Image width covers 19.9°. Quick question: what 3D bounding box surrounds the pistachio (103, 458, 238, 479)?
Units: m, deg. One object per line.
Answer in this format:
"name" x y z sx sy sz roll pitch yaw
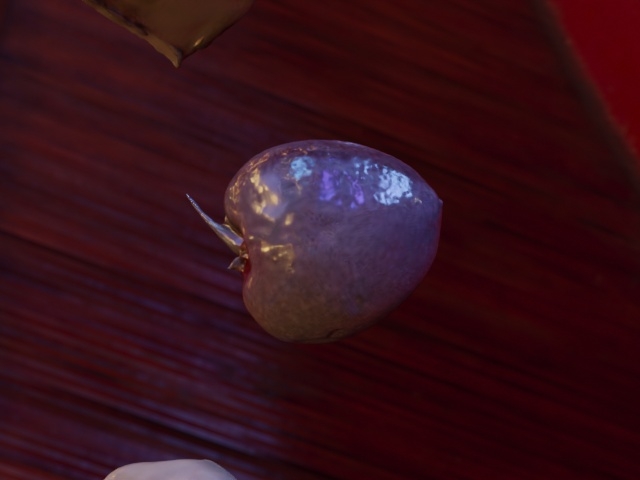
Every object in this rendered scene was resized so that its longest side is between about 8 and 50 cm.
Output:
"pistachio" -0.138 0.260 1.526 0.200 0.145 0.117 -38 -10 -49

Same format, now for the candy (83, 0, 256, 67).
"candy" -0.125 -0.243 1.265 0.137 0.185 0.195 -41 37 20

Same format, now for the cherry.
"cherry" 0.000 0.000 1.909 0.183 0.266 0.213 5 -107 -85
